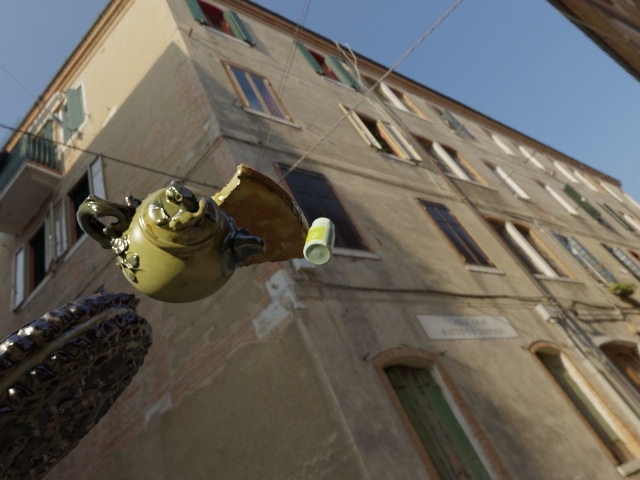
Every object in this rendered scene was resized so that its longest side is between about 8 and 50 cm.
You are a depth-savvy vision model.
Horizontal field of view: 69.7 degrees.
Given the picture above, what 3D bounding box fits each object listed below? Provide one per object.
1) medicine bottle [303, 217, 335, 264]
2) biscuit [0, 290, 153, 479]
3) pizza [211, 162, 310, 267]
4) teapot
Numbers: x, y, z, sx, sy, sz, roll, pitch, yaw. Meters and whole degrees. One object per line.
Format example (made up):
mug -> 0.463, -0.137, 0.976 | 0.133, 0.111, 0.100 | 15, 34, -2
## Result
medicine bottle -> 0.000, 0.000, 0.766 | 0.047, 0.083, 0.047 | 3, -56, 5
biscuit -> -0.201, 0.120, 0.332 | 0.195, 0.053, 0.194 | -51, -5, -6
pizza -> -0.149, -0.039, 1.001 | 0.222, 0.090, 0.323 | -22, -38, 12
teapot -> -0.212, -0.012, 0.656 | 0.269, 0.173, 0.183 | 17, -40, -7
